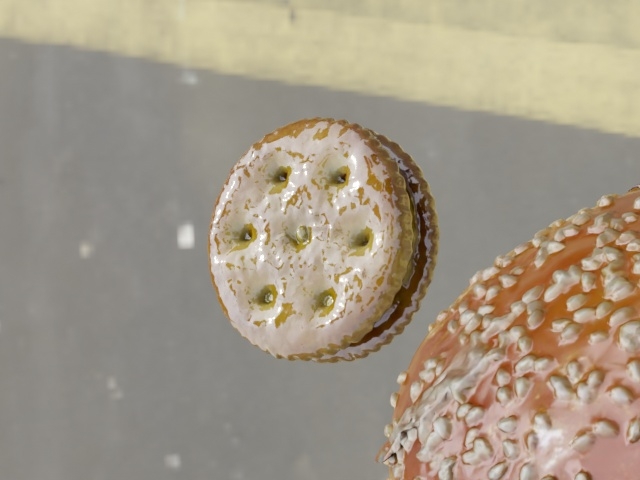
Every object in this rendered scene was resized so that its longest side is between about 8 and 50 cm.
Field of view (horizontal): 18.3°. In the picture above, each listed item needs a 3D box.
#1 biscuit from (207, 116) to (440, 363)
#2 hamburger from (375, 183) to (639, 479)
[{"bbox_3d":[0.000,0.000,1.738,0.220,0.066,0.220,-7,78,34],"label":"biscuit"},{"bbox_3d":[0.133,0.066,0.808,0.237,0.237,0.147,14,134,52],"label":"hamburger"}]
